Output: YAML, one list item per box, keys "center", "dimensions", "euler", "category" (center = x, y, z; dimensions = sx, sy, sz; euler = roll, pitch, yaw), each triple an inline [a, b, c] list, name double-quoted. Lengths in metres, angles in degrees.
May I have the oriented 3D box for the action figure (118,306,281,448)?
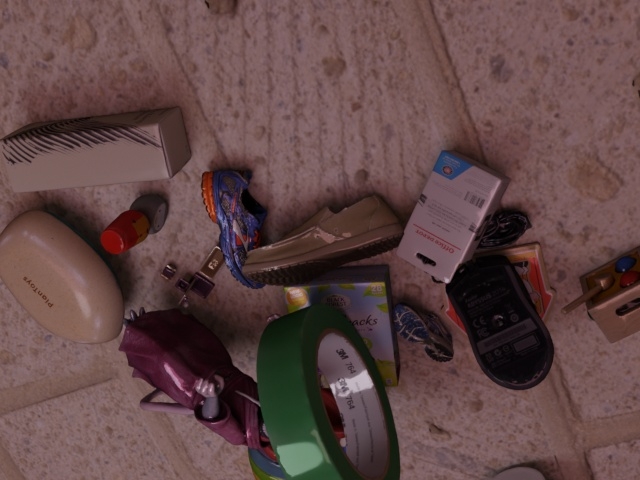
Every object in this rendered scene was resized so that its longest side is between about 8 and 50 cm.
- center: [-0.172, 0.255, 1.321]
  dimensions: [0.370, 0.248, 0.275]
  euler: [31, 119, 30]
  category: "action figure"

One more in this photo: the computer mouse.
- center: [0.283, 0.102, 1.289]
  dimensions: [0.189, 0.072, 0.272]
  euler: [-23, 77, 15]
  category: "computer mouse"

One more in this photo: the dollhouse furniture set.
- center: [-0.217, 0.055, 1.388]
  dimensions: [0.091, 0.081, 0.114]
  euler: [35, 116, -7]
  category: "dollhouse furniture set"

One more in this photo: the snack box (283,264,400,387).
- center: [0.040, 0.150, 1.394]
  dimensions: [0.175, 0.070, 0.207]
  euler: [-4, 113, 12]
  category: "snack box"

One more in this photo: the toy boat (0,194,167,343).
- center: [-0.391, 0.033, 1.391]
  dimensions: [0.318, 0.148, 0.267]
  euler: [-32, 101, 30]
  category: "toy boat"

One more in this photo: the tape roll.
- center: [0.019, 0.256, 1.228]
  dimensions: [0.077, 0.321, 0.321]
  euler: [-23, 109, 19]
  category: "tape roll"

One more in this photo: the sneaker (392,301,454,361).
- center: [0.174, 0.146, 1.376]
  dimensions: [0.052, 0.058, 0.135]
  euler: [-32, 112, 36]
  category: "sneaker"

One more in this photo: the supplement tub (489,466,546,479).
- center: [0.382, 0.525, 1.466]
  dimensions: [0.144, 0.144, 0.199]
  euler: [-21, 109, 19]
  category: "supplement tub"

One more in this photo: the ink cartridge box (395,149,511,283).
- center: [0.201, -0.037, 1.250]
  dimensions: [0.104, 0.060, 0.180]
  euler: [31, 109, 20]
  category: "ink cartridge box"

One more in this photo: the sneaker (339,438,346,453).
- center: [0.075, 0.390, 1.504]
  dimensions: [0.085, 0.058, 0.152]
  euler: [17, 121, 8]
  category: "sneaker"

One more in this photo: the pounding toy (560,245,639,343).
- center: [0.451, 0.083, 1.254]
  dimensions: [0.141, 0.130, 0.100]
  euler: [-32, 105, 22]
  category: "pounding toy"

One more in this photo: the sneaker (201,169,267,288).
- center: [-0.125, -0.018, 1.342]
  dimensions: [0.087, 0.083, 0.221]
  euler: [-15, 115, 8]
  category: "sneaker"

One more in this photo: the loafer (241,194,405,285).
- center: [0.000, 0.000, 1.311]
  dimensions: [0.269, 0.102, 0.092]
  euler: [-16, 68, 2]
  category: "loafer"

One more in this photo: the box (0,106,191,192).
- center: [-0.359, -0.145, 1.306]
  dimensions: [0.275, 0.113, 0.094]
  euler: [-5, 113, 11]
  category: "box"

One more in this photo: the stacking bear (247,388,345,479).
- center: [-0.055, 0.405, 1.486]
  dimensions: [0.175, 0.164, 0.289]
  euler: [-17, 133, -29]
  category: "stacking bear"

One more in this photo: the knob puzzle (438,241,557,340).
- center: [0.295, 0.109, 1.351]
  dimensions: [0.213, 0.030, 0.213]
  euler: [4, 115, 8]
  category: "knob puzzle"
